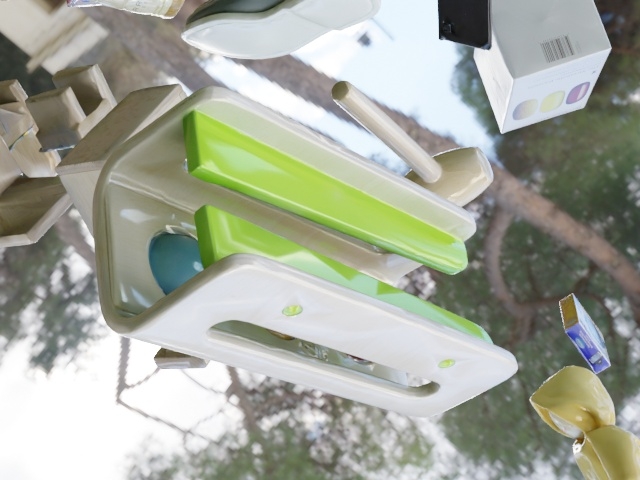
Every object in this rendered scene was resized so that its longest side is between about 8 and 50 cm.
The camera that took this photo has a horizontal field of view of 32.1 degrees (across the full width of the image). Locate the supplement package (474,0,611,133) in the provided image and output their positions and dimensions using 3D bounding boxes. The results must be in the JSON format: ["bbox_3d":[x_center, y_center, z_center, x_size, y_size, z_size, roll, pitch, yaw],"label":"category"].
[{"bbox_3d":[0.303,-0.262,1.561,0.139,0.133,0.244,-18,168,2],"label":"supplement package"}]

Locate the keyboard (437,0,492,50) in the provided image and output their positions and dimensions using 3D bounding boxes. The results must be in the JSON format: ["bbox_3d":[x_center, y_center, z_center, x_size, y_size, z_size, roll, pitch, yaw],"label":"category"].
[{"bbox_3d":[0.164,-0.321,1.332,0.108,0.180,0.023,23,-139,37],"label":"keyboard"}]

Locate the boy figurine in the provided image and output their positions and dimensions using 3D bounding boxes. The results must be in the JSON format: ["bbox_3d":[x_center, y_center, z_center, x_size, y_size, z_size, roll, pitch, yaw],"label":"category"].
[{"bbox_3d":[0.341,0.282,1.296,0.092,0.285,0.177,-25,169,-3],"label":"boy figurine"}]

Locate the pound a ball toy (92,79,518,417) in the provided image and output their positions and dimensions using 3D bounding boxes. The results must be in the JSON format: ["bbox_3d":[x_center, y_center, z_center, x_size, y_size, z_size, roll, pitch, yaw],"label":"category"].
[{"bbox_3d":[0.000,0.000,0.753,0.136,0.319,0.208,-32,-125,31],"label":"pound a ball toy"}]

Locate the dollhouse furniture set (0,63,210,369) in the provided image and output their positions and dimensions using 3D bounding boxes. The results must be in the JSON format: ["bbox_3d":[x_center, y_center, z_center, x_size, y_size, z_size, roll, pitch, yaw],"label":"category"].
[{"bbox_3d":[-0.298,-0.004,1.258,0.394,0.256,0.362,-5,-147,30],"label":"dollhouse furniture set"}]

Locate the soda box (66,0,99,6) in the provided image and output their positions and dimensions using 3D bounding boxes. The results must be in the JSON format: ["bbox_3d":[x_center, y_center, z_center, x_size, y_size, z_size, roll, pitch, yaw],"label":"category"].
[{"bbox_3d":[-0.332,-0.466,1.559,0.092,0.084,0.263,-27,-104,59],"label":"soda box"}]

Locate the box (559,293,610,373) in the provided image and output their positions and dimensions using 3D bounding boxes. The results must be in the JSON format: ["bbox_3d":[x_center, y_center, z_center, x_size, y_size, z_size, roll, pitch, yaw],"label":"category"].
[{"bbox_3d":[0.379,0.135,1.599,0.028,0.081,0.136,-35,-171,15],"label":"box"}]

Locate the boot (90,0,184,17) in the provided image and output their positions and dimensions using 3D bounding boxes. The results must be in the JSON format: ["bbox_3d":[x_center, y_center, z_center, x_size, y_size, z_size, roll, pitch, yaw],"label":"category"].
[{"bbox_3d":[-0.238,-0.339,1.043,0.095,0.204,0.261,-23,-108,60],"label":"boot"}]

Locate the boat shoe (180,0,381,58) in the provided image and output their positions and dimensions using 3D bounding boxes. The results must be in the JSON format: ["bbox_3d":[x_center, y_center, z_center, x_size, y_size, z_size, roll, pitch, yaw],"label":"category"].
[{"bbox_3d":[-0.049,-0.303,1.381,0.319,0.116,0.099,-7,-110,44],"label":"boat shoe"}]
